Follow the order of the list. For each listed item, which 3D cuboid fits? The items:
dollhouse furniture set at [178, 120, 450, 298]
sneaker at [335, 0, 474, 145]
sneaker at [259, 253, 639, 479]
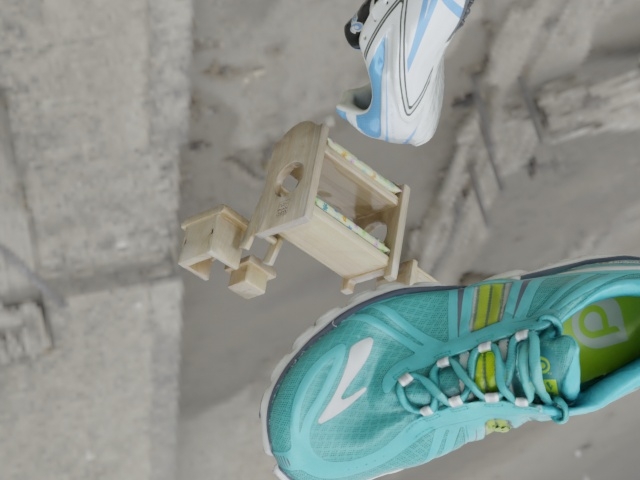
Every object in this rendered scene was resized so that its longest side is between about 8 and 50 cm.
[{"bbox_3d":[0.000,0.000,1.245,0.161,0.101,0.182,-19,139,40],"label":"dollhouse furniture set"},{"bbox_3d":[0.065,-0.171,1.031,0.086,0.085,0.237,14,127,0],"label":"sneaker"},{"bbox_3d":[0.097,0.066,0.814,0.275,0.107,0.110,-19,-173,-13],"label":"sneaker"}]
